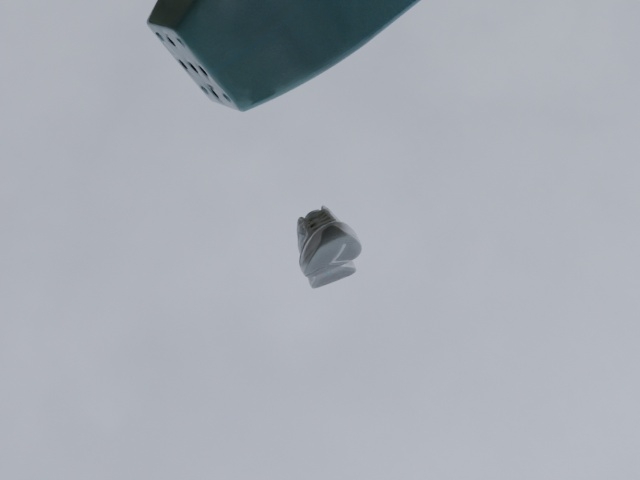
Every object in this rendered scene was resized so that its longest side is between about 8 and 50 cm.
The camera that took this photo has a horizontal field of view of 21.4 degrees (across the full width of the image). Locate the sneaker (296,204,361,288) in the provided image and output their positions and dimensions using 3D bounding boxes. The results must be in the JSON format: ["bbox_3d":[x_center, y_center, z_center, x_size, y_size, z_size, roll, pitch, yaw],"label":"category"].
[{"bbox_3d":[0.000,0.000,1.448,0.053,0.061,0.152,-19,171,-6],"label":"sneaker"}]

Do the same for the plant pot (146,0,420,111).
[{"bbox_3d":[-0.036,-0.240,1.607,0.234,0.166,0.165,-44,-158,-8],"label":"plant pot"}]
